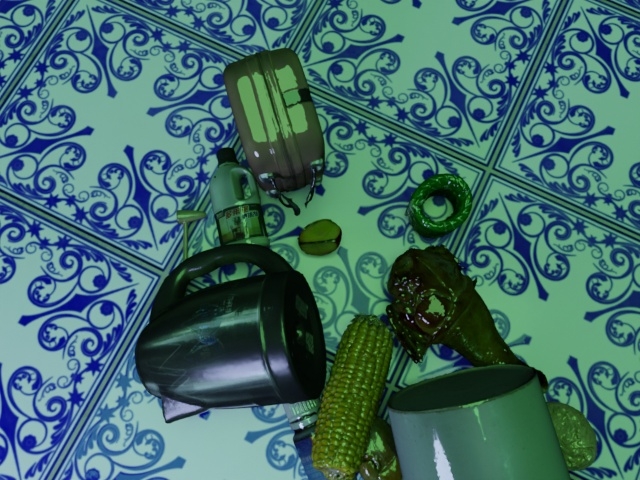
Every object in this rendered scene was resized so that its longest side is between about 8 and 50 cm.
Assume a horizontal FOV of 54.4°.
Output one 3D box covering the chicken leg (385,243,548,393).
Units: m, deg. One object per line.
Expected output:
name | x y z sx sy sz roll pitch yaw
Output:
chicken leg | 0.250 0.172 1.163 0.212 0.140 0.361 -29 74 -16

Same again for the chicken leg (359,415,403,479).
chicken leg | 0.130 0.419 1.132 0.103 0.088 0.227 -35 85 -19

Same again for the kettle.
kettle | -0.180 0.153 1.124 0.324 0.228 0.320 -12 65 14

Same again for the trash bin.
trash bin | 0.277 0.439 0.990 0.281 0.280 0.431 -15 88 -5

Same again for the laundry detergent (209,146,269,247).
laundry detergent | -0.171 -0.081 1.255 0.099 0.070 0.225 -17 75 15

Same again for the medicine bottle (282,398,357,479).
medicine bottle | -0.006 0.365 1.138 0.084 0.083 0.203 -22 75 -6

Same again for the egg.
egg | 0.434 0.355 1.132 0.140 0.116 0.118 38 102 44

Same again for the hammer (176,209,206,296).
hammer | -0.261 0.034 1.252 0.060 0.028 0.195 0 79 -8

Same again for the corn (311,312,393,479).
corn | 0.059 0.272 1.112 0.115 0.115 0.317 19 55 4

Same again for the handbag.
handbag | -0.072 -0.184 1.171 0.149 0.302 0.283 -15 82 -3

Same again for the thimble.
thimble | 0.237 -0.067 1.249 0.130 0.090 0.118 -15 78 -4

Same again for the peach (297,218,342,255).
peach | 0.000 0.000 1.246 0.083 0.050 0.077 -37 56 -19
